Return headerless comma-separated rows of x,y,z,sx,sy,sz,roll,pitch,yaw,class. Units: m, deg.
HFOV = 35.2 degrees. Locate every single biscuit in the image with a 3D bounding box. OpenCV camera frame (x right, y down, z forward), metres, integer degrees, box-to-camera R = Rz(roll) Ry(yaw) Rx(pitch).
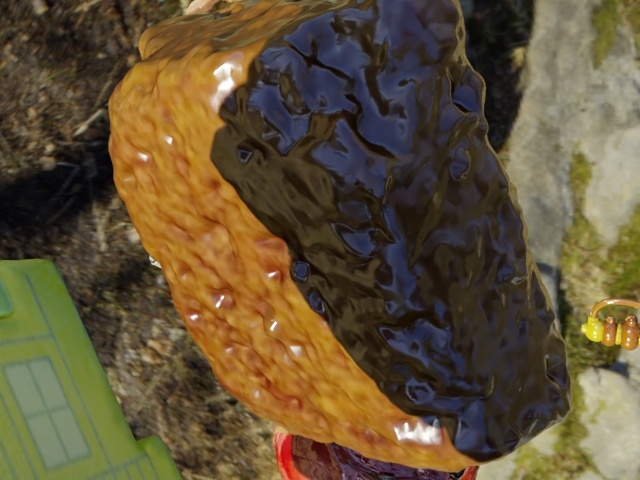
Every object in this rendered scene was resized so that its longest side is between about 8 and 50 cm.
0.000,0.000,0.826,0.166,0.343,0.394,-38,117,-31,biscuit

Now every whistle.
0.328,0.094,1.044,0.109,0.057,0.046,11,67,13,whistle

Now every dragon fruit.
0.065,0.228,1.164,0.252,0.241,0.240,25,79,22,dragon fruit

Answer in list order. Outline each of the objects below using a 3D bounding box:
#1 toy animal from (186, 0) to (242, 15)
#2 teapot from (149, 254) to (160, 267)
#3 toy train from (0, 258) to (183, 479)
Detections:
-0.090,-0.311,1.239,0.184,0.185,0.104,-44,128,16,toy animal
-0.186,0.031,1.332,0.083,0.067,0.057,35,102,-17,teapot
-0.133,0.193,0.391,0.179,0.272,0.442,-28,82,16,toy train
